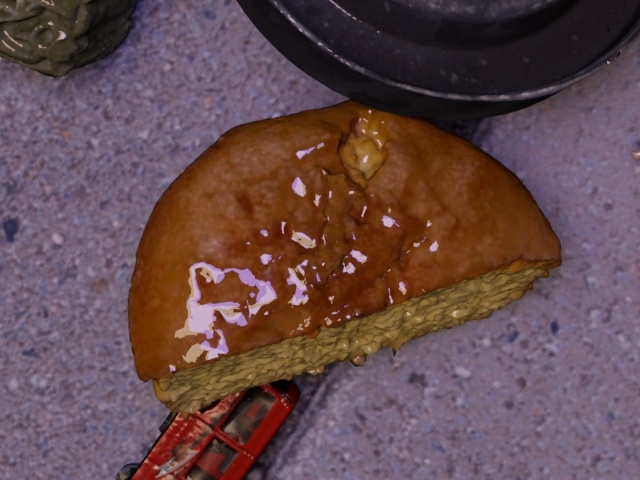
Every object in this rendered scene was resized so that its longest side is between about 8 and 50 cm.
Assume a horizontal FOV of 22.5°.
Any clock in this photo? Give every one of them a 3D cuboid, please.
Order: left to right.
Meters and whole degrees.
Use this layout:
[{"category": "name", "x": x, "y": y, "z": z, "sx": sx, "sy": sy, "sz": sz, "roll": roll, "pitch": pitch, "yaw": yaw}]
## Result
[{"category": "clock", "x": 0.091, "y": -0.276, "z": 1.219, "sx": 0.386, "sy": 0.076, "sz": 0.386, "roll": 3, "pitch": 76, "yaw": -14}]

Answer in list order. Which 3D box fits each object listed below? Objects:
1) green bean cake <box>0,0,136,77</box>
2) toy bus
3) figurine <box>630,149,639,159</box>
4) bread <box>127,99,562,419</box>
[{"category": "green bean cake", "x": -0.247, "y": -0.273, "z": 1.325, "sx": 0.223, "sy": 0.125, "sz": 0.227, "roll": 28, "pitch": 118, "yaw": 14}, {"category": "toy bus", "x": -0.105, "y": 0.179, "z": 1.360, "sx": 0.089, "sy": 0.081, "sz": 0.195, "roll": 36, "pitch": 98, "yaw": 0}, {"category": "figurine", "x": 0.303, "y": -0.063, "z": 1.277, "sx": 0.098, "sy": 0.081, "sz": 0.146, "roll": 35, "pitch": 108, "yaw": 53}, {"category": "bread", "x": 0.000, "y": 0.000, "z": 1.252, "sx": 0.340, "sy": 0.194, "sz": 0.179, "roll": -18, "pitch": 73, "yaw": -11}]
